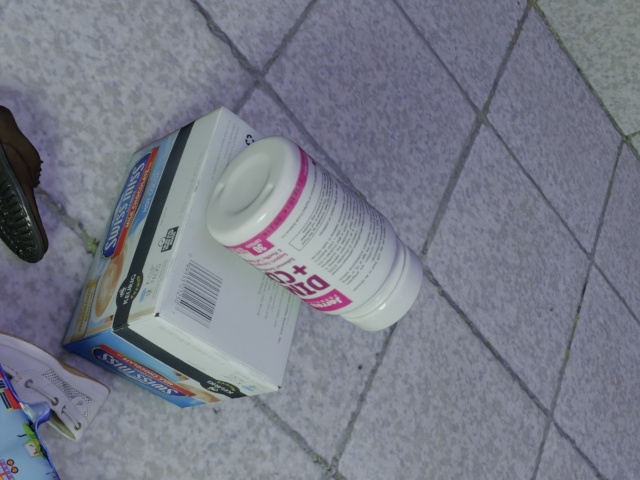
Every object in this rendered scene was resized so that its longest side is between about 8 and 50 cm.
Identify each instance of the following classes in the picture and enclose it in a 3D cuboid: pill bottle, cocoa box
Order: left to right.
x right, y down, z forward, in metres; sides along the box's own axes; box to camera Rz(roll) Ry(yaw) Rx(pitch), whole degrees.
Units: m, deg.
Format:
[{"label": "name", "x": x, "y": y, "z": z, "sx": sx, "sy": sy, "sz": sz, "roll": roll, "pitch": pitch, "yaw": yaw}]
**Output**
[{"label": "cocoa box", "x": -0.171, "y": 0.031, "z": 1.378, "sx": 0.231, "sy": 0.228, "sz": 0.347, "roll": 36, "pitch": 53, "yaw": -33}, {"label": "pill bottle", "x": 0.000, "y": 0.000, "z": 1.279, "sx": 0.283, "sy": 0.160, "sz": 0.160, "roll": 36, "pitch": 52, "yaw": -33}]

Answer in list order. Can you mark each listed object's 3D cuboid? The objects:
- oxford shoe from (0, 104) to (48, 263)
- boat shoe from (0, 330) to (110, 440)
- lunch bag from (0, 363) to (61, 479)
[{"label": "oxford shoe", "x": -0.405, "y": -0.082, "z": 1.289, "sx": 0.096, "sy": 0.083, "sz": 0.227, "roll": -21, "pitch": 92, "yaw": -52}, {"label": "boat shoe", "x": -0.373, "y": 0.182, "z": 1.187, "sx": 0.277, "sy": 0.098, "sz": 0.096, "roll": 42, "pitch": 60, "yaw": -47}, {"label": "lunch bag", "x": -0.416, "y": 0.233, "z": 0.988, "sx": 0.293, "sy": 0.138, "sz": 0.221, "roll": -25, "pitch": 70, "yaw": -29}]
